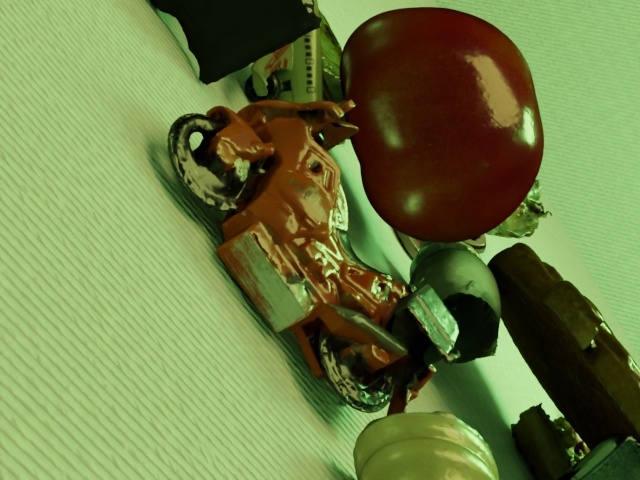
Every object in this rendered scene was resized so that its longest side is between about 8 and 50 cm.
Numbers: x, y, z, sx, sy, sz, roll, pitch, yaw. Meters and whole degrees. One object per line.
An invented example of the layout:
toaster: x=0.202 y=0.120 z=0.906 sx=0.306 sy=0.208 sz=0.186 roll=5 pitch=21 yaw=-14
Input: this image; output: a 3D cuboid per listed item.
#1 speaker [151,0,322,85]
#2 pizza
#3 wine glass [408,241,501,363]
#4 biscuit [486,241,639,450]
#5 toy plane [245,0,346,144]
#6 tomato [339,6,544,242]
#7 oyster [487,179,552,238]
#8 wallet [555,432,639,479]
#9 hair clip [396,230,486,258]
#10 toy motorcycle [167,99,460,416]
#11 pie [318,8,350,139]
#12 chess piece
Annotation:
speaker: x=-0.100 y=-0.341 z=1.497 sx=0.184 sy=0.180 sz=0.388 roll=60 pitch=14 yaw=-23
pizza: x=0.363 y=0.356 z=1.793 sx=0.287 sy=0.074 sz=0.251 roll=33 pitch=31 yaw=-55
wine glass: x=0.160 y=0.070 z=1.612 sx=0.111 sy=0.111 sz=0.204 roll=54 pitch=10 yaw=-16
biscuit: x=0.329 y=0.155 z=1.616 sx=0.394 sy=0.070 sz=0.350 roll=56 pitch=-6 yaw=32
toy plane: x=-0.033 y=-0.205 z=1.541 sx=0.242 sy=0.104 sz=0.256 roll=12 pitch=59 yaw=-67
tomato: x=0.148 y=-0.138 z=1.598 sx=0.298 sy=0.226 sz=0.299 roll=-10 pitch=90 yaw=-84
oyster: x=0.257 y=-0.141 z=2.311 sx=0.337 sy=0.133 sz=0.198 roll=57 pitch=17 yaw=5
wallet: x=0.357 y=0.404 z=1.476 sx=0.379 sy=0.190 sz=0.046 roll=54 pitch=-13 yaw=-15
hair clip: x=0.146 y=0.014 z=1.847 sx=0.138 sy=0.102 sz=0.123 roll=18 pitch=28 yaw=-16
toy motorcycle: x=0.000 y=0.000 z=1.221 sx=0.326 sy=0.147 sz=0.221 roll=55 pitch=37 yaw=-6
pie: x=-0.016 y=-0.267 z=1.808 sx=0.302 sy=0.067 sz=0.302 roll=53 pitch=14 yaw=-19
chess piece: x=0.103 y=0.288 z=1.035 sx=0.307 sy=0.124 sz=0.139 roll=-98 pitch=-177 yaw=-49
